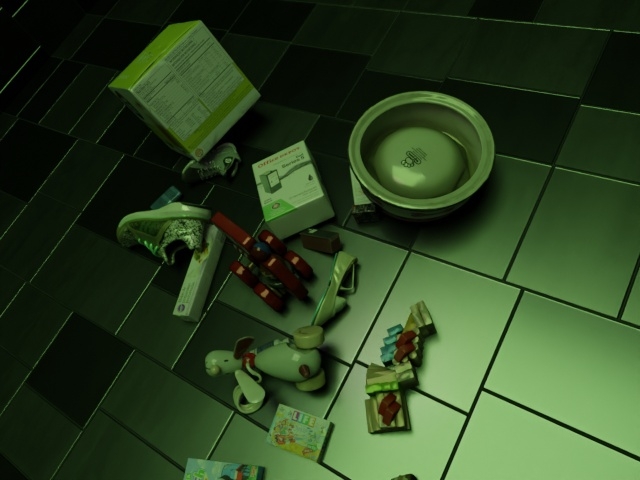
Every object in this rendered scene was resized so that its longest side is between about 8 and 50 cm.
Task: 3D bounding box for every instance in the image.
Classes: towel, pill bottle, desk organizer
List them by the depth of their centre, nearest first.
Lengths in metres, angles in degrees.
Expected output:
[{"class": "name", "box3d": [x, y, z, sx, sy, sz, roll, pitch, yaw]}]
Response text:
[{"class": "pill bottle", "box3d": [-0.133, 0.318, 1.465, 0.120, 0.067, 0.067, -25, 56, 7]}, {"class": "desk organizer", "box3d": [0.000, 0.000, 1.602, 0.130, 0.050, 0.047, 11, 32, 43]}, {"class": "towel", "box3d": [-0.564, -0.144, 1.920, 0.119, 0.029, 0.067, -45, 56, -8]}]

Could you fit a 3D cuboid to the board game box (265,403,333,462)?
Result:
[{"class": "board game box", "box3d": [-0.056, 0.499, 1.357, 0.154, 0.026, 0.103, 10, 66, 26]}]

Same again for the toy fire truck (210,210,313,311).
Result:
[{"class": "toy fire truck", "box3d": [-0.174, 0.054, 1.518, 0.302, 0.254, 0.169, 36, 80, 33]}]

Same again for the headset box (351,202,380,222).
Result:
[{"class": "headset box", "box3d": [0.136, -0.083, 1.589, 0.084, 0.062, 0.032, -5, 60, 20]}]

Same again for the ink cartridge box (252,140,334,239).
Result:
[{"class": "ink cartridge box", "box3d": [-0.093, -0.164, 1.679, 0.199, 0.114, 0.272, -24, 50, 7]}]

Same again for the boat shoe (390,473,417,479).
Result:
[{"class": "boat shoe", "box3d": [0.192, 0.629, 1.171, 0.072, 0.068, 0.189, -22, 46, 23]}]

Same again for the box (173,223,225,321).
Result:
[{"class": "box", "box3d": [-0.386, 0.101, 1.689, 0.063, 0.067, 0.323, 2, 64, 24]}]

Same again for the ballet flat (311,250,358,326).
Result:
[{"class": "ballet flat", "box3d": [0.048, 0.144, 1.491, 0.086, 0.086, 0.248, 9, 65, 26]}]

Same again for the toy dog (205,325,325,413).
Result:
[{"class": "toy dog", "box3d": [-0.134, 0.332, 1.350, 0.334, 0.161, 0.220, -26, 95, 6]}]

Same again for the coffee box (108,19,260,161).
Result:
[{"class": "coffee box", "box3d": [-0.492, -0.539, 1.877, 0.338, 0.334, 0.338, -49, 36, -10]}]

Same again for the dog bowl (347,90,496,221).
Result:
[{"class": "dog bowl", "box3d": [0.286, -0.231, 1.519, 0.409, 0.150, 0.407, -2, 64, 5]}]

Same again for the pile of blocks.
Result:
[{"class": "pile of blocks", "box3d": [0.187, 0.305, 1.320, 0.149, 0.112, 0.361, 10, 66, 26]}]

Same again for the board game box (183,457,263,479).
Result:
[{"class": "board game box", "box3d": [-0.261, 0.655, 1.342, 0.212, 0.039, 0.160, -3, 61, 21]}]

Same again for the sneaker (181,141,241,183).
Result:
[{"class": "sneaker", "box3d": [-0.387, -0.252, 1.880, 0.229, 0.086, 0.132, -35, 58, -1]}]

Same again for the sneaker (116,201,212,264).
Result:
[{"class": "sneaker", "box3d": [-0.537, -0.004, 1.739, 0.411, 0.158, 0.181, -14, 70, 33]}]

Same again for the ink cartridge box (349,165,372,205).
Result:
[{"class": "ink cartridge box", "box3d": [0.187, -0.209, 1.654, 0.181, 0.056, 0.224, -12, 66, 15]}]
